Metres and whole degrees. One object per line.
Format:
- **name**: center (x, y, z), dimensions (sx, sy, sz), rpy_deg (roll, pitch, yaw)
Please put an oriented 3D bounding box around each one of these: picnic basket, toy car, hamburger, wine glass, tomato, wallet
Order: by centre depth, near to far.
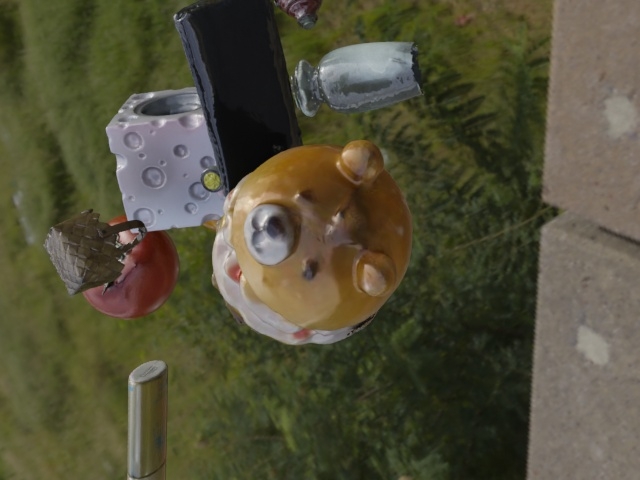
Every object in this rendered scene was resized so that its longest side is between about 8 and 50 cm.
- **hamburger**: center (0.000, 0.000, 1.231), dimensions (0.276, 0.276, 0.237), rpy_deg (64, 157, 2)
- **wallet**: center (-0.104, -0.203, 1.304), dimensions (0.030, 0.146, 0.285), rpy_deg (31, 141, 49)
- **wine glass**: center (0.063, -0.264, 1.534), dimensions (0.204, 0.111, 0.111), rpy_deg (-9, 106, 16)
- **toy car**: center (-0.131, -0.132, 1.732), dimensions (0.161, 0.126, 0.098), rpy_deg (-32, 101, 26)
- **picnic basket**: center (-0.405, 0.008, 1.739), dimensions (0.138, 0.178, 0.128), rpy_deg (60, 148, 10)
- **tomato**: center (-0.471, 0.067, 2.307), dimensions (0.256, 0.256, 0.224), rpy_deg (31, 170, 41)

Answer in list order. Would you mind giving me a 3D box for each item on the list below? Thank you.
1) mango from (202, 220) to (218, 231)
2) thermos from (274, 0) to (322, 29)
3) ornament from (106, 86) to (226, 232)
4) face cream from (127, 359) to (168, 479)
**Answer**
- **mango**: center (-0.250, -0.070, 2.278), dimensions (0.217, 0.141, 0.102), rpy_deg (22, 119, 17)
- **thermos**: center (-0.049, -0.496, 1.745), dimensions (0.124, 0.098, 0.232), rpy_deg (80, 175, -70)
- **ornament**: center (-0.288, -0.180, 1.989), dimensions (0.239, 0.239, 0.240), rpy_deg (-85, -12, -64)
- **face cream**: center (-0.362, 0.406, 1.969), dimensions (0.067, 0.139, 0.285), rpy_deg (7, 103, 13)
